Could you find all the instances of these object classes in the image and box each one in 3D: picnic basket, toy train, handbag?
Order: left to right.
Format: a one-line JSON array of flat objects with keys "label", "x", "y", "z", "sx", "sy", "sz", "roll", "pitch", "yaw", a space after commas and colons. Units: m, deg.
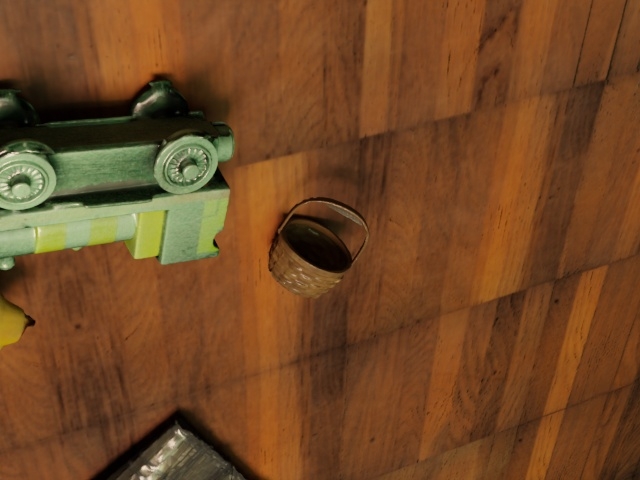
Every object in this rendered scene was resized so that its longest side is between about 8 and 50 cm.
[{"label": "toy train", "x": -0.157, "y": -0.035, "z": 0.649, "sx": 0.200, "sy": 0.083, "sz": 0.132, "roll": -7, "pitch": 134, "yaw": -24}, {"label": "handbag", "x": -0.141, "y": 0.293, "z": 0.956, "sx": 0.175, "sy": 0.088, "sz": 0.270, "roll": -37, "pitch": 137, "yaw": -8}, {"label": "picnic basket", "x": 0.000, "y": 0.000, "z": 0.779, "sx": 0.072, "sy": 0.072, "sz": 0.083, "roll": 7, "pitch": 132, "yaw": -35}]

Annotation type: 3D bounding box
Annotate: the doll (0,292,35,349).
[{"label": "doll", "x": -0.331, "y": 0.037, "z": 0.606, "sx": 0.291, "sy": 0.086, "sz": 0.117, "roll": 17, "pitch": 134, "yaw": -40}]
